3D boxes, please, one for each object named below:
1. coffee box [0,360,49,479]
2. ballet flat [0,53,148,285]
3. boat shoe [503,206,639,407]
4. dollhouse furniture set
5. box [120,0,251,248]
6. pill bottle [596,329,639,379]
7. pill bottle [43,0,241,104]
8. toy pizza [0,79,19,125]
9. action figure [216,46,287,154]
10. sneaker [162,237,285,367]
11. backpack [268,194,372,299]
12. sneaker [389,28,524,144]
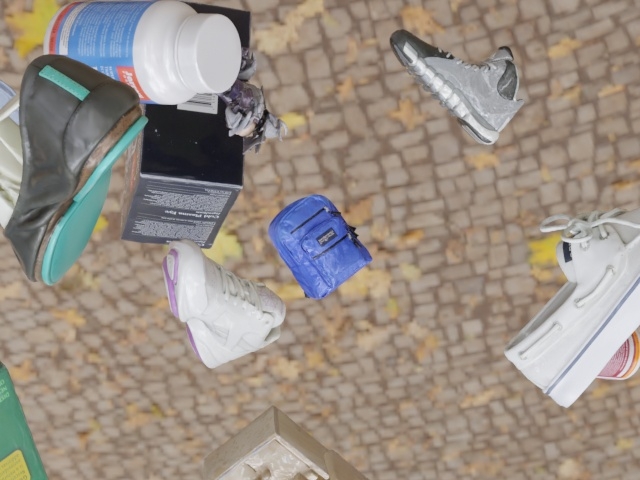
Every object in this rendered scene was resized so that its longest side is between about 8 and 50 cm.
[{"bbox_3d":[-0.164,0.144,0.522,0.113,0.040,0.184,-37,133,-32],"label":"coffee box"},{"bbox_3d":[-0.196,-0.056,0.890,0.096,0.095,0.280,37,149,-4],"label":"ballet flat"},{"bbox_3d":[0.325,0.020,1.419,0.156,0.136,0.367,35,124,8],"label":"boat shoe"},{"bbox_3d":[-0.031,0.479,1.795,0.362,0.394,0.256,-40,117,17],"label":"dollhouse furniture set"},{"bbox_3d":[-0.244,-0.199,2.166,0.178,0.343,0.312,6,158,-13],"label":"box"},{"bbox_3d":[0.378,0.153,1.730,0.152,0.086,0.086,7,138,-33],"label":"pill bottle"},{"bbox_3d":[-0.211,-0.225,1.453,0.221,0.124,0.124,6,146,32],"label":"pill bottle"},{"bbox_3d":[-0.438,-0.132,1.385,0.201,0.032,0.201,-16,148,-10],"label":"toy pizza"},{"bbox_3d":[-0.148,-0.242,1.820,0.099,0.185,0.285,-42,120,15],"label":"action figure"},{"bbox_3d":[-0.136,0.076,1.737,0.152,0.114,0.305,-14,151,2],"label":"sneaker"},{"bbox_3d":[0.000,0.000,1.550,0.098,0.120,0.101,-37,-175,-19],"label":"backpack"},{"bbox_3d":[0.217,-0.263,1.832,0.132,0.086,0.228,-46,105,1],"label":"sneaker"}]
